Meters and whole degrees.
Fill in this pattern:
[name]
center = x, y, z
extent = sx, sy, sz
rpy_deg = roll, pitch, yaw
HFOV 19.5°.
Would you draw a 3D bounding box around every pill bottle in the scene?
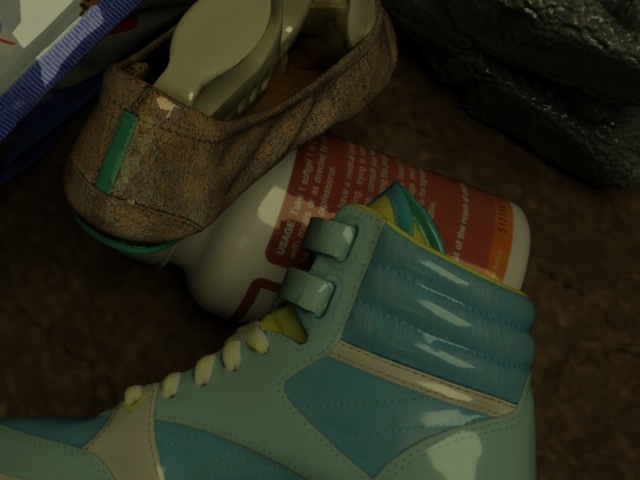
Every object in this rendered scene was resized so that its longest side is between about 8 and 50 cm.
[pill bottle]
center = 0.000, 0.000, 1.061
extent = 0.216, 0.121, 0.121
rpy_deg = 20, 68, -10

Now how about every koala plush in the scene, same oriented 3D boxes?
[koala plush]
center = 0.165, -0.187, 1.140
extent = 0.203, 0.196, 0.221
rpy_deg = 29, 71, 4

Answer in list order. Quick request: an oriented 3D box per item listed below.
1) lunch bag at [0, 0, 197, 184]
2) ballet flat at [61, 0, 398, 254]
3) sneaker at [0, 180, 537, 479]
[lunch bag]
center = -0.192, -0.237, 1.017
extent = 0.328, 0.239, 0.385
rpy_deg = 42, 58, -2
[ballet flat]
center = -0.027, -0.102, 0.984
extent = 0.107, 0.106, 0.316
rpy_deg = 22, 35, 10
[sneaker]
center = -0.032, 0.068, 0.970
extent = 0.319, 0.127, 0.208
rpy_deg = 4, 84, 15
